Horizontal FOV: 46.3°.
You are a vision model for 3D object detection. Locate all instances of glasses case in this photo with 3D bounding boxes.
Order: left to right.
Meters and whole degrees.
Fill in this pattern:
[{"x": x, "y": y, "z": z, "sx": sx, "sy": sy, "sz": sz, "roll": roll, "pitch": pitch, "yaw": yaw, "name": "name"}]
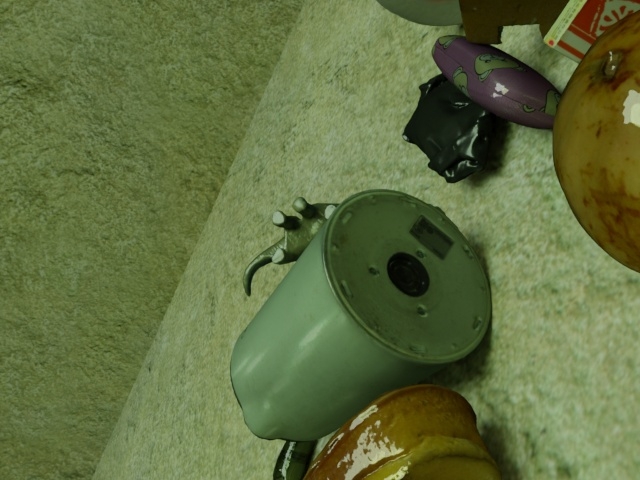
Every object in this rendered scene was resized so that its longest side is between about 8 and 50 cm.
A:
[{"x": 0.251, "y": -0.234, "z": 1.080, "sx": 0.316, "sy": 0.123, "sz": 0.076, "roll": -110, "pitch": 40, "yaw": -61, "name": "glasses case"}]

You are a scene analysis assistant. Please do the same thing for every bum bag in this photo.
[{"x": 0.209, "y": -0.179, "z": 1.210, "sx": 0.142, "sy": 0.079, "sz": 0.326, "roll": -52, "pitch": 21, "yaw": 19, "name": "bum bag"}]

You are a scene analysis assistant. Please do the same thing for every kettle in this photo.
[{"x": 0.055, "y": 0.098, "z": 1.122, "sx": 0.377, "sy": 0.250, "sz": 0.361, "roll": -49, "pitch": 6, "yaw": 47, "name": "kettle"}]

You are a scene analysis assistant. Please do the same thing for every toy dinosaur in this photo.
[{"x": 0.000, "y": 0.000, "z": 1.137, "sx": 0.247, "sy": 0.188, "sz": 0.075, "roll": -45, "pitch": 61, "yaw": 14, "name": "toy dinosaur"}]

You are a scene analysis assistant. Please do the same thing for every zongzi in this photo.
[{"x": -0.052, "y": 0.385, "z": 1.326, "sx": 0.113, "sy": 0.052, "sz": 0.104, "roll": 127, "pitch": 167, "yaw": -68, "name": "zongzi"}]

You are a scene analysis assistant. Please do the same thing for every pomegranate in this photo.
[{"x": 0.314, "y": -0.086, "z": 0.634, "sx": 0.248, "sy": 0.248, "sz": 0.248, "roll": -52, "pitch": 25, "yaw": 37, "name": "pomegranate"}]

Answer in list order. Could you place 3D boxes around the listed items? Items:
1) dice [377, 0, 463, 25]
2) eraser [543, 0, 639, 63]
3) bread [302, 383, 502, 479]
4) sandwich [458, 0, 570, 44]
[{"x": 0.228, "y": -0.549, "z": 1.308, "sx": 0.259, "sy": 0.243, "sz": 0.251, "roll": -35, "pitch": 37, "yaw": 60, "name": "dice"}, {"x": 0.364, "y": -0.267, "z": 0.775, "sx": 0.230, "sy": 0.157, "sz": 0.038, "roll": -58, "pitch": 19, "yaw": 24, "name": "eraser"}, {"x": 0.085, "y": 0.292, "z": 0.856, "sx": 0.270, "sy": 0.195, "sz": 0.143, "roll": -57, "pitch": 29, "yaw": 15, "name": "bread"}, {"x": 0.316, "y": -0.348, "z": 1.009, "sx": 0.235, "sy": 0.128, "sz": 0.122, "roll": 9, "pitch": 50, "yaw": 27, "name": "sandwich"}]
